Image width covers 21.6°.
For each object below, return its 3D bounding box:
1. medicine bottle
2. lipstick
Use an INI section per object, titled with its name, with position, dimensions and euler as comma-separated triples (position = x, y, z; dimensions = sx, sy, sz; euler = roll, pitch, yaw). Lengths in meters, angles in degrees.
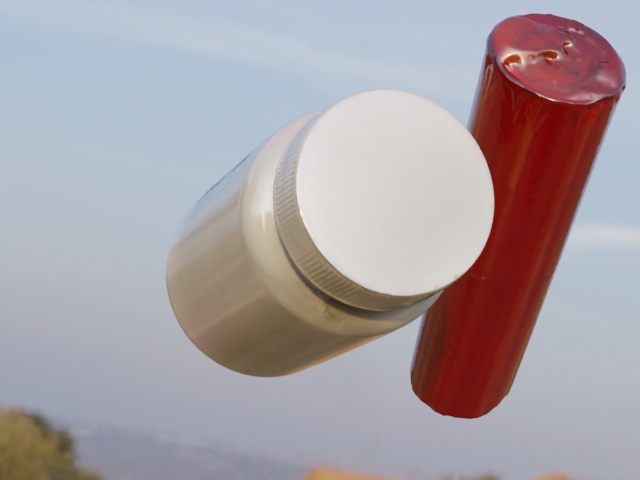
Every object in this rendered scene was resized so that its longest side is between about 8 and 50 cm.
[medicine bottle]
position = 0.000, 0.000, 0.760
dimensions = 0.102, 0.103, 0.186
euler = 13, -17, -17
[lipstick]
position = 0.101, -0.005, 0.919
dimensions = 0.073, 0.073, 0.280
euler = 11, -40, 0
